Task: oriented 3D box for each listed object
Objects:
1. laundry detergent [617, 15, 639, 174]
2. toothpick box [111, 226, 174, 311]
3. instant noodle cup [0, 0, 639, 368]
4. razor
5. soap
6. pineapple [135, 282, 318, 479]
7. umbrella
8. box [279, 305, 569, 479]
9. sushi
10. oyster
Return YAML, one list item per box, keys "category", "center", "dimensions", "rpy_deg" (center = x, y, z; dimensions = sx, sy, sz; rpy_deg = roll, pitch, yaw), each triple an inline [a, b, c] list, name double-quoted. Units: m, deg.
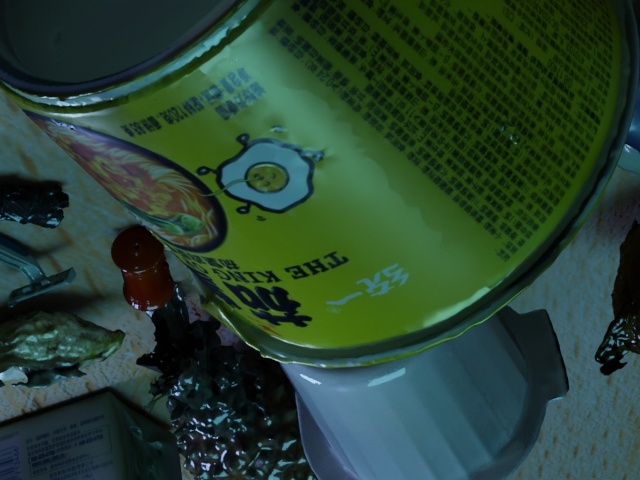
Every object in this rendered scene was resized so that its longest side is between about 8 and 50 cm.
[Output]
- category: "laundry detergent"
  center: [0.293, -0.135, 1.172]
  dimensions: [0.143, 0.094, 0.290]
  rpy_deg: [-7, 153, -19]
- category: "toothpick box"
  center: [-0.155, 0.024, 1.335]
  dimensions: [0.047, 0.047, 0.083]
  rpy_deg: [-11, 153, -4]
- category: "instant noodle cup"
  center: [-0.020, -0.121, 0.848]
  dimensions: [0.325, 0.326, 0.254]
  rpy_deg: [-25, 143, 23]
- category: "razor"
  center: [-0.285, 0.004, 1.247]
  dimensions: [0.068, 0.037, 0.191]
  rpy_deg: [-21, 151, 25]
- category: "soap"
  center: [-0.267, 0.274, 1.668]
  dimensions: [0.199, 0.138, 0.182]
  rpy_deg: [-18, 152, 11]
- category: "pineapple"
  center: [-0.087, 0.174, 1.530]
  dimensions: [0.175, 0.175, 0.361]
  rpy_deg: [-17, 154, 8]
- category: "umbrella"
  center: [-0.263, -0.033, 1.184]
  dimensions: [0.144, 0.037, 0.040]
  rpy_deg: [7, 161, -40]
- category: "box"
  center: [0.053, 0.085, 1.389]
  dimensions: [0.262, 0.291, 0.206]
  rpy_deg: [-50, 143, -16]
- category: "sushi"
  center: [0.367, 0.028, 1.483]
  dimensions: [0.287, 0.149, 0.140]
  rpy_deg: [-26, 136, -36]
- category: "oyster"
  center: [-0.298, 0.106, 1.416]
  dimensions: [0.209, 0.072, 0.133]
  rpy_deg: [-10, 173, 37]
